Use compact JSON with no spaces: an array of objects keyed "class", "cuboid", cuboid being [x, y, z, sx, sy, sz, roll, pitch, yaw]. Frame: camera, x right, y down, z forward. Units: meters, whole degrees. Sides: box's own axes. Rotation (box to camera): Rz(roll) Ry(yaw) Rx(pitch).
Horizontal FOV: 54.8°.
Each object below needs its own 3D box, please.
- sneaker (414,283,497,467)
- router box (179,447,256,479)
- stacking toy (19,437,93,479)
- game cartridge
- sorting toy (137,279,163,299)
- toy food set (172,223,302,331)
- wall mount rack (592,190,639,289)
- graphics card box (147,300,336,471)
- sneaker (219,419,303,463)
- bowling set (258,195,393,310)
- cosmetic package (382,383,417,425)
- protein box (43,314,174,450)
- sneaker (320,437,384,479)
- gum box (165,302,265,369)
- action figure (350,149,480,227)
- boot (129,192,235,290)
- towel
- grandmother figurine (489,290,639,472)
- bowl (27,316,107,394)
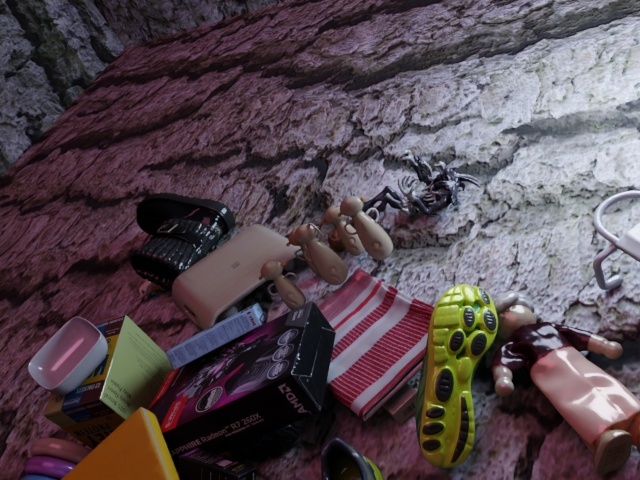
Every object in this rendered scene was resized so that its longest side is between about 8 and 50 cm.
[{"class":"sneaker","cuboid":[0.201,0.207,0.988,0.110,0.123,0.295,19,70,-2]},{"class":"router box","cuboid":[-0.166,0.439,0.986,0.133,0.046,0.178,3,94,35]},{"class":"stacking toy","cuboid":[-0.535,0.545,1.140,0.141,0.141,0.330,-8,47,26]},{"class":"game cartridge","cuboid":[-0.321,0.448,0.916,0.285,0.052,0.324,-42,38,-5]},{"class":"sorting toy","cuboid":[-0.450,0.122,1.617,0.075,0.045,0.083,-37,28,10]},{"class":"toy food set","cuboid":[-0.182,0.090,1.451,0.306,0.092,0.220,-37,35,-19]},{"class":"wall mount rack","cuboid":[0.621,0.020,0.961,0.304,0.130,0.350,-36,38,-1]},{"class":"graphics card box","cuboid":[-0.157,0.271,1.121,0.371,0.094,0.232,-27,18,20]},{"class":"sneaker","cuboid":[-0.136,0.355,1.122,0.221,0.083,0.087,-24,32,4]},{"class":"bowling set","cuboid":[0.000,0.000,1.336,0.287,0.154,0.200,-32,21,10]},{"class":"cosmetic package","cuboid":[0.119,0.263,1.083,0.060,0.041,0.115,-40,39,-10]},{"class":"protein box","cuboid":[-0.416,0.303,1.263,0.136,0.199,0.201,-19,40,17]},{"class":"sneaker","cuboid":[0.064,0.416,0.885,0.111,0.121,0.300,-33,38,-2]},{"class":"gum box","cuboid":[-0.203,0.187,1.233,0.185,0.041,0.157,-27,-2,-3]},{"class":"action figure","cuboid":[0.203,-0.114,1.367,0.276,0.140,0.164,-22,27,14]},{"class":"boot","cuboid":[-0.423,-0.002,1.643,0.348,0.131,0.260,2,43,35]},{"class":"towel","cuboid":[0.076,0.177,1.162,0.237,0.037,0.329,-41,28,-12]},{"class":"grandmother figurine","cuboid":[0.360,0.195,0.962,0.208,0.104,0.342,-8,32,-15]},{"class":"bowl","cuboid":[-0.476,0.225,1.182,0.142,0.053,0.142,18,60,44]}]
